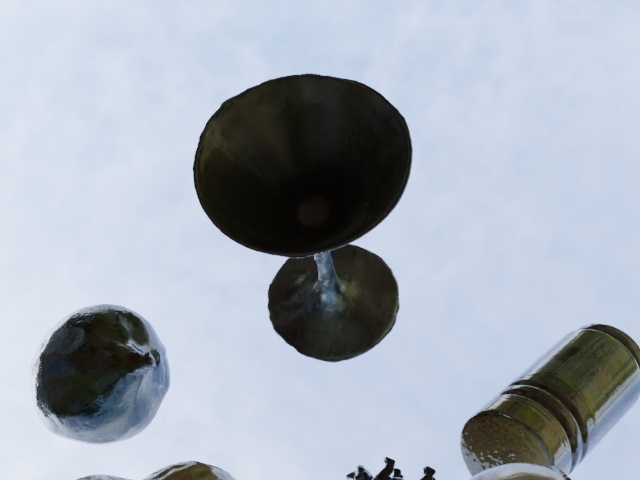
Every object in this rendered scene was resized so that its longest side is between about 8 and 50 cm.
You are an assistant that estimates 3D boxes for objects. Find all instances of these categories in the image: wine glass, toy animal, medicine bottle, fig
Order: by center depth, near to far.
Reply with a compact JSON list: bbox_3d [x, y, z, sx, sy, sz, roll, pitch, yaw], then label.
[{"bbox_3d":[0.080,0.305,1.267,0.136,0.047,0.065,4,-131,41],"label":"toy animal"},{"bbox_3d":[-0.289,0.172,1.369,0.195,0.245,0.195,7,-109,-20],"label":"fig"},{"bbox_3d":[0.000,0.000,1.386,0.267,0.406,0.267,-3,-121,6],"label":"wine glass"},{"bbox_3d":[0.356,0.248,1.523,0.151,0.151,0.322,33,-140,26],"label":"medicine bottle"}]

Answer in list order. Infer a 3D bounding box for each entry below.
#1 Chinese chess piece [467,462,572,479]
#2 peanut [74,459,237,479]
[{"bbox_3d":[0.215,0.354,1.031,0.104,0.257,0.257,-10,-133,-6],"label":"Chinese chess piece"},{"bbox_3d":[-0.103,0.192,0.685,0.187,0.082,0.082,5,-146,-47],"label":"peanut"}]
